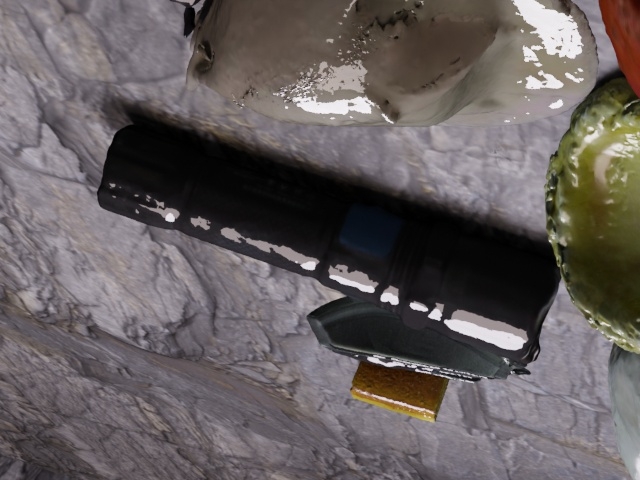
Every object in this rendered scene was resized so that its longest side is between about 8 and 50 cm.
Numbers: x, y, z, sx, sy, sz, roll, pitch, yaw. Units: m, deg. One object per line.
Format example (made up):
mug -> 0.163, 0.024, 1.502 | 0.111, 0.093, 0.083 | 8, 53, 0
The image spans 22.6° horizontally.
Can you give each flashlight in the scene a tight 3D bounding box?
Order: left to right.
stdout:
flashlight -> 0.000, 0.000, 1.405 | 0.424, 0.103, 0.103 | 18, 160, 8

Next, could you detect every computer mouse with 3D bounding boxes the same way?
computer mouse -> 0.100, 0.094, 1.590 | 0.231, 0.071, 0.126 | 11, 172, 2

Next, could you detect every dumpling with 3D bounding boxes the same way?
dumpling -> 0.040, -0.144, 0.966 | 0.204, 0.163, 0.293 | -7, 176, -33

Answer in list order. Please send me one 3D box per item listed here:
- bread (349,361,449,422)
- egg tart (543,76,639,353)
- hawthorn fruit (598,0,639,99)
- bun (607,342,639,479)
bread -> 0.089, 0.135, 1.673 | 0.094, 0.090, 0.035 | 16, 155, 15
egg tart -> 0.228, -0.011, 1.073 | 0.078, 0.197, 0.197 | -5, 169, -23
hawthorn fruit -> 0.215, -0.136, 0.765 | 0.179, 0.179, 0.200 | -4, 127, 49
bun -> 0.377, 0.139, 1.182 | 0.361, 0.211, 0.362 | 22, 153, 12
